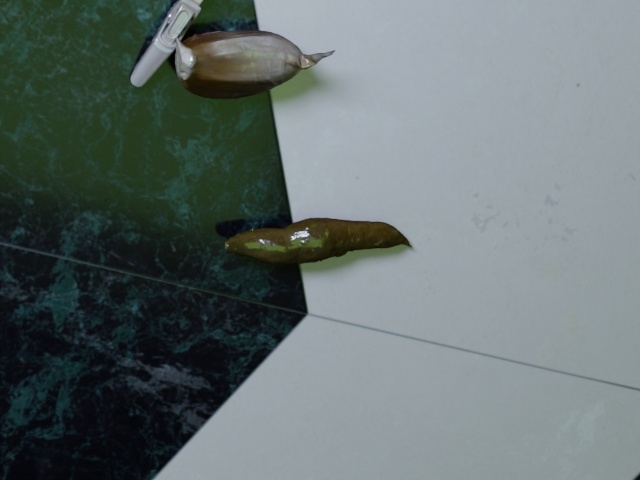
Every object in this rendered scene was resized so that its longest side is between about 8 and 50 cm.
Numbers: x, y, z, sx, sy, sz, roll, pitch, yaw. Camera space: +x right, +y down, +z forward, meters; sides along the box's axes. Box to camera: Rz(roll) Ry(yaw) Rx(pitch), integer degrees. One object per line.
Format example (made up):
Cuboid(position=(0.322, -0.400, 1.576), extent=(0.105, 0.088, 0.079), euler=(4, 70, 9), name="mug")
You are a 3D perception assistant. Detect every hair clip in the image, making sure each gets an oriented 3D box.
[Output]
Cuboid(position=(-0.177, -0.289, 1.701), extent=(0.034, 0.072, 0.226), euler=(33, 98, -16), name="hair clip")

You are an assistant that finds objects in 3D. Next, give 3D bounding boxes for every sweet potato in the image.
Cuboid(position=(0.000, 0.000, 1.832), extent=(0.274, 0.067, 0.067), euler=(-3, 107, -15), name="sweet potato")

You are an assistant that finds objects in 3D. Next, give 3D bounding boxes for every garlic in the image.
Cuboid(position=(-0.090, -0.230, 1.707), extent=(0.198, 0.128, 0.090), euler=(1, 90, -10), name="garlic")
